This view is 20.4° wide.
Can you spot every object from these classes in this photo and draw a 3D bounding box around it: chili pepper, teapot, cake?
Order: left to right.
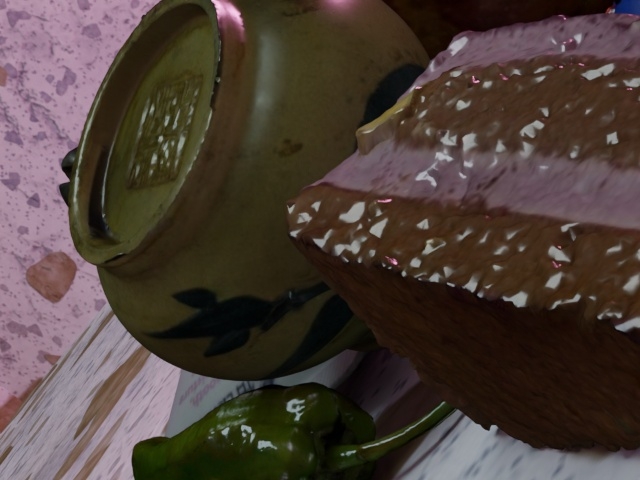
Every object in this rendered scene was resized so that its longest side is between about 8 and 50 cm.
[{"bbox_3d":[-0.022,0.093,0.729,0.204,0.072,0.073,-28,44,58],"label":"chili pepper"},{"bbox_3d":[-0.007,-0.016,0.759,0.269,0.182,0.173,-11,62,57],"label":"teapot"},{"bbox_3d":[0.084,-0.011,0.482,0.116,0.112,0.295,-56,14,-15],"label":"cake"}]

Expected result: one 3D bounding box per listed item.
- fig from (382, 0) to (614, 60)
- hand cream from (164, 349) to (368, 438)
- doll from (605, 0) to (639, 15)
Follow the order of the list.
[{"bbox_3d":[0.090,-0.161,0.908,0.205,0.205,0.205,-51,7,9],"label":"fig"},{"bbox_3d":[0.000,0.000,0.976,0.185,0.118,0.359,-41,20,35],"label":"hand cream"},{"bbox_3d":[0.123,-0.066,0.671,0.143,0.057,0.099,-52,20,43],"label":"doll"}]
